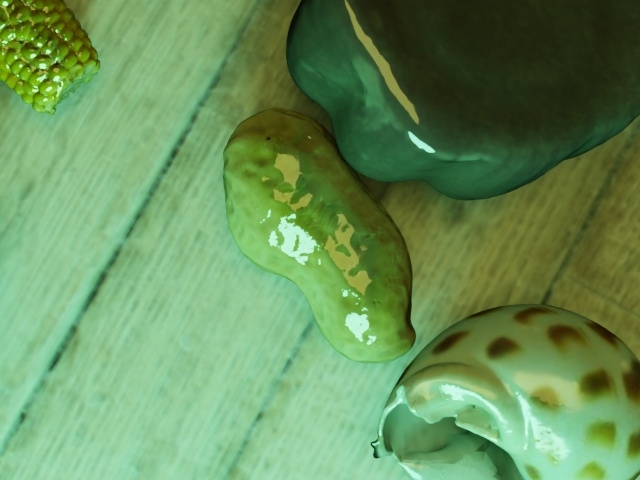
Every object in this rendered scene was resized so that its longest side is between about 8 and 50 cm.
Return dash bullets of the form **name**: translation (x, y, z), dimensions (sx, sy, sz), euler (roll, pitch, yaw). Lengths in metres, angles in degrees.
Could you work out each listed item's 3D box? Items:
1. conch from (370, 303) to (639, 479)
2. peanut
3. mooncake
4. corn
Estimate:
- **conch**: translation (0.184, 0.137, 1.149), dimensions (0.275, 0.183, 0.149), euler (28, 55, -18)
- **peanut**: translation (0.000, 0.000, 1.164), dimensions (0.120, 0.110, 0.236), euler (-34, 97, -28)
- **mooncake**: translation (0.121, -0.172, 1.132), dimensions (0.306, 0.154, 0.306), euler (6, 73, -19)
- **corn**: translation (-0.304, -0.239, 1.154), dimensions (0.310, 0.101, 0.101), euler (44, 82, 1)
